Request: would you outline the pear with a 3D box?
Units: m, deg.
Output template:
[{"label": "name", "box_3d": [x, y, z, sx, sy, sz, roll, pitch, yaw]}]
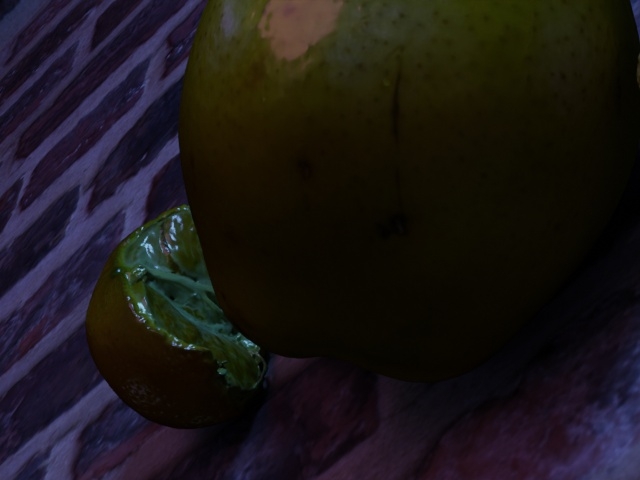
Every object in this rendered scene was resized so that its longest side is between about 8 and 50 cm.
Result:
[{"label": "pear", "box_3d": [0.070, -0.098, 1.255, 0.362, 0.362, 0.418, -146, 69, -67]}]

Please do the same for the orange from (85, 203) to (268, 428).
[{"label": "orange", "box_3d": [-0.142, 0.082, 1.596, 0.158, 0.179, 0.237, -35, 29, 27]}]

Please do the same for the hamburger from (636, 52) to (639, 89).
[{"label": "hamburger", "box_3d": [0.351, -0.153, 1.060, 0.318, 0.158, 0.318, -40, 26, 25]}]
